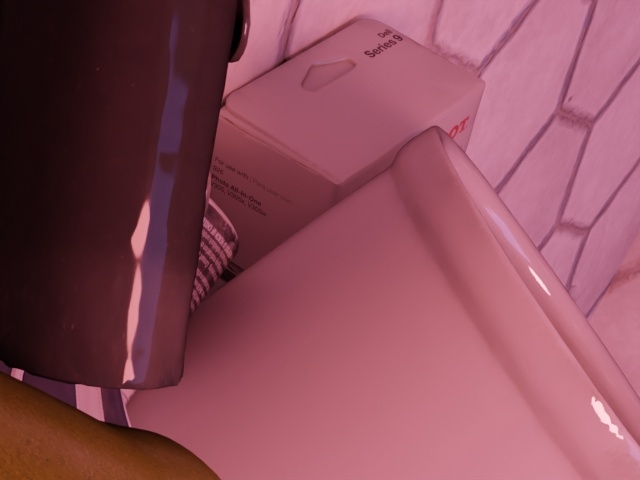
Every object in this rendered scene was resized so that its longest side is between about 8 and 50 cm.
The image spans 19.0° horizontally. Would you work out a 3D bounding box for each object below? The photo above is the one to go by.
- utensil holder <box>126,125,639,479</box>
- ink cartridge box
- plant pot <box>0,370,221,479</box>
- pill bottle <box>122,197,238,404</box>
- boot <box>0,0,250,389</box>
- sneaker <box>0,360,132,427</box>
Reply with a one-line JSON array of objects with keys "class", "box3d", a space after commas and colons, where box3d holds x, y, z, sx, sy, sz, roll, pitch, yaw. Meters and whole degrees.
[{"class": "utensil holder", "box3d": [0.014, 0.165, 1.287, 0.385, 0.328, 0.327, -35, 161, 8]}, {"class": "ink cartridge box", "box3d": [0.000, 0.000, 1.507, 0.211, 0.121, 0.289, -37, 149, -44]}, {"class": "plant pot", "box3d": [-0.213, 0.176, 0.752, 0.353, 0.366, 0.366, 14, 107, -43]}, {"class": "pill bottle", "box3d": [-0.170, 0.060, 1.189, 0.246, 0.130, 0.130, -54, 158, -15]}, {"class": "boot", "box3d": [-0.064, -0.149, 0.809, 0.367, 0.146, 0.445, -144, -111, -71]}, {"class": "sneaker", "box3d": [-0.197, 0.155, 1.059, 0.099, 0.153, 0.282, 1, -107, 70]}]
